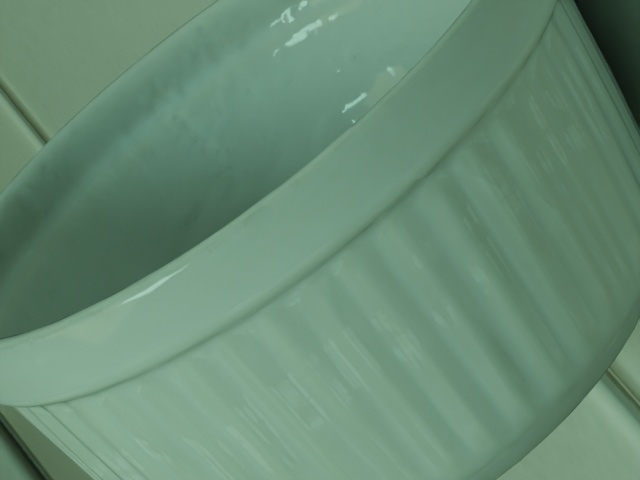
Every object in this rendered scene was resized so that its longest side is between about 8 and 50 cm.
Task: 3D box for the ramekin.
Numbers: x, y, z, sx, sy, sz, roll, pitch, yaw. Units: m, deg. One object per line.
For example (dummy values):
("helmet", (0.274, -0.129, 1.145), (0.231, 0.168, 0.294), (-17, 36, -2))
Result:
("ramekin", (0.000, 0.000, 0.553), (0.109, 0.207, 0.207), (53, 163, -20))
